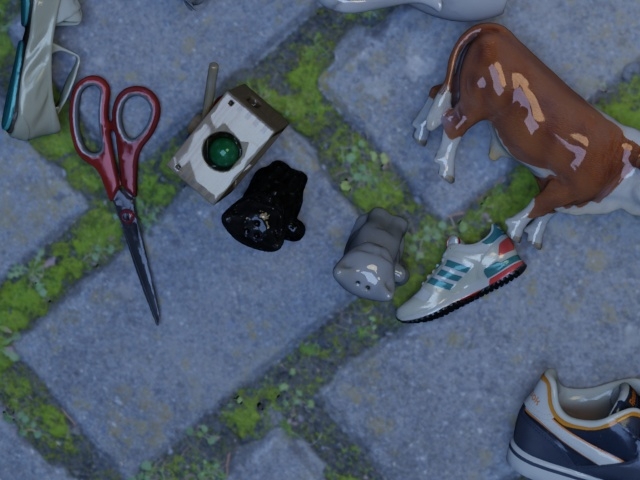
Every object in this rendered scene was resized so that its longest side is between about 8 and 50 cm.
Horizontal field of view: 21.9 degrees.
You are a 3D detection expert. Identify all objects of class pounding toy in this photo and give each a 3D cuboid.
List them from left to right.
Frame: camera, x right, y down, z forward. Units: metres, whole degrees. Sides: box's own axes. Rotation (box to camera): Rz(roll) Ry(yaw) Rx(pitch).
[{"bbox_3d":[-0.110,-0.124,1.852,0.100,0.141,0.130,41,102,0],"label":"pounding toy"}]

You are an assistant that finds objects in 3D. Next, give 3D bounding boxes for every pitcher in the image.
[{"bbox_3d":[0.104,-0.293,1.782,0.207,0.177,0.125,16,146,3],"label":"pitcher"}]

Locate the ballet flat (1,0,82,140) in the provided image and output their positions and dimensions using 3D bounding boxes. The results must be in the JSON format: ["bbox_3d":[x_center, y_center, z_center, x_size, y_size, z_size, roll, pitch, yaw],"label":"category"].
[{"bbox_3d":[-0.314,-0.237,1.901,0.086,0.086,0.248,10,102,6],"label":"ballet flat"}]

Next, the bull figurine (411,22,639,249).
[{"bbox_3d":[0.250,-0.099,1.828,0.310,0.101,0.188,43,106,1],"label":"bull figurine"}]

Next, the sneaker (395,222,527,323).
[{"bbox_3d":[0.152,0.037,1.896,0.161,0.057,0.075,-27,78,12],"label":"sneaker"}]

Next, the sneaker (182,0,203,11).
[{"bbox_3d":[-0.069,-0.365,1.846,0.281,0.105,0.115,-31,129,7],"label":"sneaker"}]

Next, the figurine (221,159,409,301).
[{"bbox_3d":[0.000,0.000,1.824,0.215,0.209,0.092,25,102,3],"label":"figurine"}]

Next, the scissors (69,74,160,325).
[{"bbox_3d":[-0.240,-0.046,1.948,0.109,0.021,0.297,1,101,5],"label":"scissors"}]

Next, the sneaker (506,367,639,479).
[{"bbox_3d":[0.378,0.238,1.857,0.321,0.126,0.127,15,107,6],"label":"sneaker"}]
